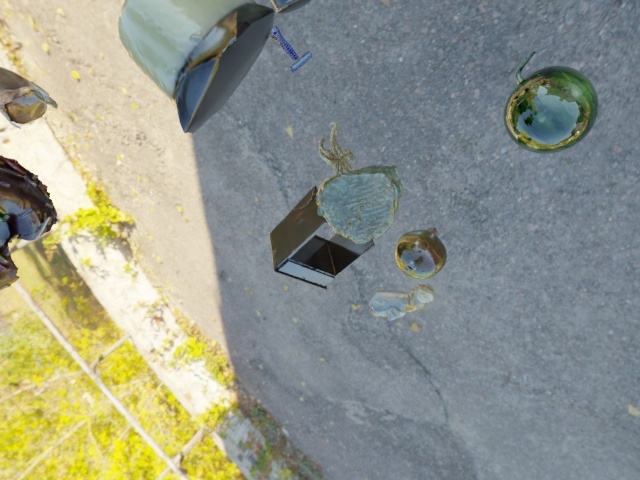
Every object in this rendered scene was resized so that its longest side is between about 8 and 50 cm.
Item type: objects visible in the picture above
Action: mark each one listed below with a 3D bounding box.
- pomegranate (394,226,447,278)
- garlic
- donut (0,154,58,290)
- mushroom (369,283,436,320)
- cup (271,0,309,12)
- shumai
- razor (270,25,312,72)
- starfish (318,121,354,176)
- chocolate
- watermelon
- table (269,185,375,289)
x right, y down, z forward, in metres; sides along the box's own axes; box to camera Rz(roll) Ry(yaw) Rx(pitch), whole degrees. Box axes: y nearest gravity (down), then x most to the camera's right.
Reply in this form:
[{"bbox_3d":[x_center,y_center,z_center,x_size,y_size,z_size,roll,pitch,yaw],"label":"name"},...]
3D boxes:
[{"bbox_3d":[0.358,0.032,1.397,0.180,0.209,0.180,25,141,22],"label":"pomegranate"},{"bbox_3d":[-0.645,-0.296,0.844,0.124,0.099,0.174,34,165,-11],"label":"garlic"},{"bbox_3d":[-0.510,-0.019,0.582,0.096,0.230,0.216,34,160,25],"label":"donut"},{"bbox_3d":[0.245,0.184,1.225,0.096,0.099,0.278,49,149,-12],"label":"mushroom"},{"bbox_3d":[-0.091,-0.882,1.341,0.223,0.169,0.176,-9,114,30],"label":"cup"},{"bbox_3d":[0.078,-0.103,0.832,0.184,0.142,0.184,-4,126,-5],"label":"shumai"},{"bbox_3d":[-0.128,-0.740,1.540,0.056,0.093,0.324,41,-166,-53],"label":"razor"},{"bbox_3d":[0.059,-0.246,1.187,0.053,0.150,0.209,-2,103,39],"label":"starfish"},{"bbox_3d":[-0.312,-0.470,0.927,0.297,0.326,0.314,33,139,-13],"label":"chocolate"},{"bbox_3d":[0.509,-0.301,0.909,0.215,0.188,0.188,44,139,4],"label":"watermelon"},{"bbox_3d":[0.000,0.000,1.452,0.250,0.196,0.282,25,127,-35],"label":"table"}]
